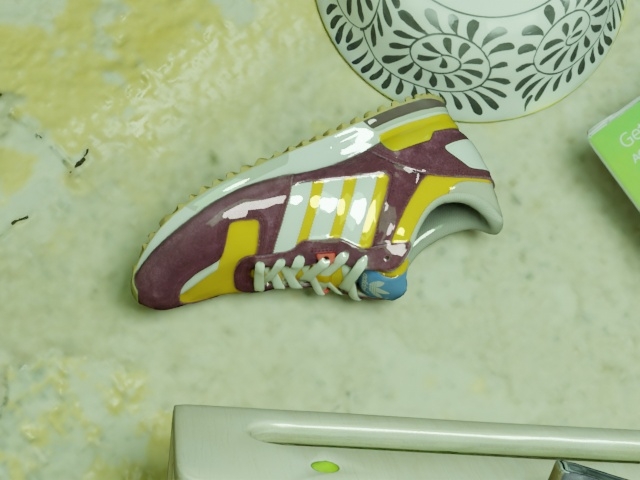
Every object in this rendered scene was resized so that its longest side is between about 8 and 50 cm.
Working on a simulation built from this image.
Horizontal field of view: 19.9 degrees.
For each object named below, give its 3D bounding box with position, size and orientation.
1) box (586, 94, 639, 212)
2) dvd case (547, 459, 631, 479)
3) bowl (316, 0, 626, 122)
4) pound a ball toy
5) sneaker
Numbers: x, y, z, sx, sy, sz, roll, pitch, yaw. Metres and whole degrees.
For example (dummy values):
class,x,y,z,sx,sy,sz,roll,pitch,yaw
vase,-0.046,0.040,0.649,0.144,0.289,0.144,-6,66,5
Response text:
class,x,y,z,sx,sy,sz,roll,pitch,yaw
box,0.315,0.009,0.877,0.232,0.058,0.322,-36,80,10
dvd case,0.137,0.214,0.767,0.165,0.018,0.221,17,102,-9
bowl,0.082,-0.152,0.934,0.170,0.080,0.170,1,75,-3
pound a ball toy,0.038,0.183,0.830,0.319,0.136,0.208,3,105,-5
sneaker,0.000,0.000,0.892,0.185,0.069,0.084,-28,73,-9
